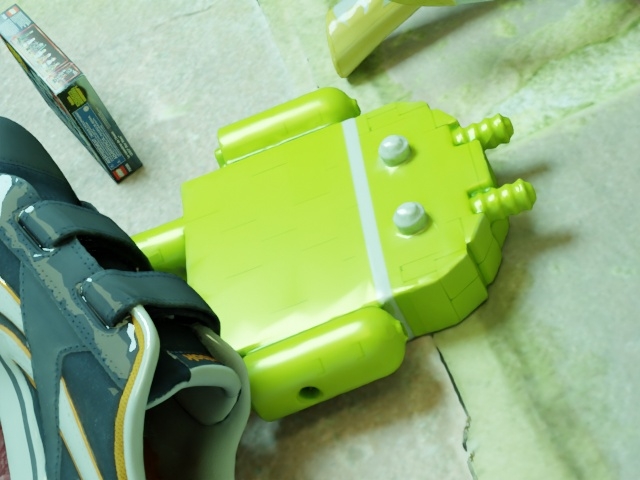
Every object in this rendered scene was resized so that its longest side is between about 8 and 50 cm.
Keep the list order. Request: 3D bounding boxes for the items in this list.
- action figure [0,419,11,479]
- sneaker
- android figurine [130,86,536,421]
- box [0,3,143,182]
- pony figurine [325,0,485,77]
[{"bbox_3d":[-0.258,0.084,0.951,0.275,0.248,0.370,-9,38,-46],"label":"action figure"},{"bbox_3d":[-0.119,0.052,0.834,0.127,0.126,0.321,-31,70,24],"label":"sneaker"},{"bbox_3d":[0.000,0.000,0.935,0.273,0.056,0.248,-20,43,13],"label":"android figurine"},{"bbox_3d":[-0.189,-0.110,1.112,0.027,0.094,0.137,-37,42,-9],"label":"box"},{"bbox_3d":[0.154,-0.306,1.021,0.363,0.303,0.351,-12,77,14],"label":"pony figurine"}]
